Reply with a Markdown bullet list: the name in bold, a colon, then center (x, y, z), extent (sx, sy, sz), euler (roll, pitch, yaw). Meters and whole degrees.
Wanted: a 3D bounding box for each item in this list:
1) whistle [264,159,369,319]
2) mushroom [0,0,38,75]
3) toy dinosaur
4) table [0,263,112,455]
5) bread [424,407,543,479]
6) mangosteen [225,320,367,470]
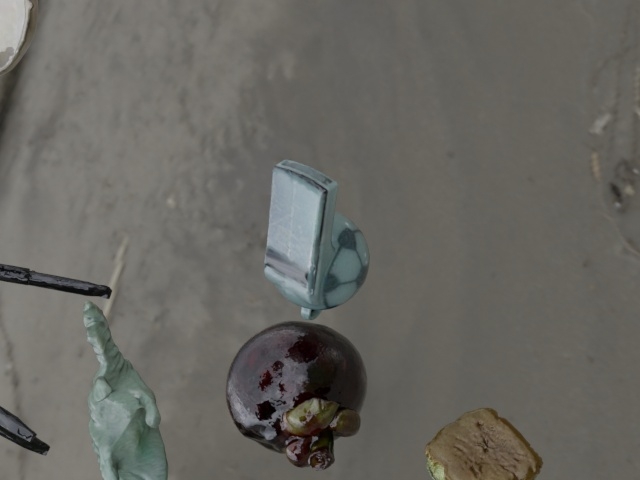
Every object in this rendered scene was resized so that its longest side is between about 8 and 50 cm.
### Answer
- **whistle**: center (0.000, 0.000, 1.936), extent (0.163, 0.164, 0.289), euler (-127, 35, -46)
- **mushroom**: center (-0.391, -0.252, 1.525), extent (0.173, 0.162, 0.236), euler (-58, -15, -80)
- **toy dinosaur**: center (-0.217, 0.258, 1.510), extent (0.092, 0.392, 0.205), euler (-16, 45, -13)
- **table**: center (-0.421, 0.123, 1.634), extent (0.317, 0.249, 0.317), euler (-157, 90, -87)
- **bread**: center (0.219, 0.302, 1.803), extent (0.128, 0.069, 0.140), euler (-36, 61, -18)
- **mangosteen**: center (-0.028, 0.252, 2.085), extent (0.228, 0.228, 0.265), euler (-47, 43, 19)
